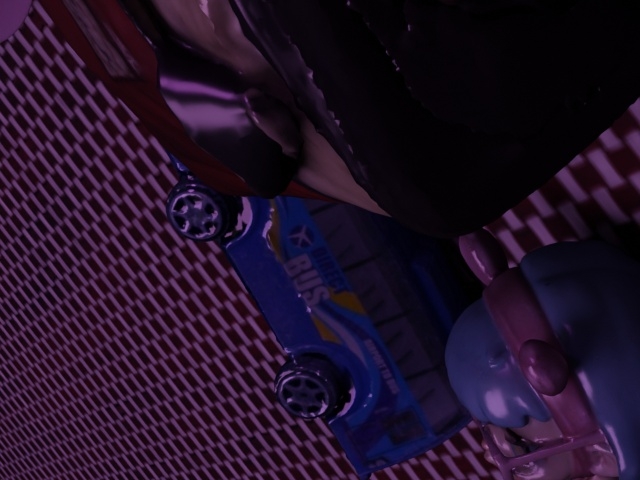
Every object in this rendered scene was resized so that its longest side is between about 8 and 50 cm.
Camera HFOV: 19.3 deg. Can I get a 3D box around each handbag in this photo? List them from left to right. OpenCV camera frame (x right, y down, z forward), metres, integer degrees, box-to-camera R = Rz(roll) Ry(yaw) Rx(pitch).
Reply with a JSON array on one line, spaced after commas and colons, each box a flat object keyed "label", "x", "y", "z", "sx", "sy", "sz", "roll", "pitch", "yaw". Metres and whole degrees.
[{"label": "handbag", "x": -0.011, "y": -0.122, "z": 0.631, "sx": 0.254, "sy": 0.181, "sz": 0.181, "roll": 57, "pitch": 159, "yaw": -22}]

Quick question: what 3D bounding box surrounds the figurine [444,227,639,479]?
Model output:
[{"label": "figurine", "x": 0.133, "y": 0.098, "z": 0.834, "sx": 0.205, "sy": 0.103, "sz": 0.260, "roll": -96, "pitch": -19, "yaw": -58}]

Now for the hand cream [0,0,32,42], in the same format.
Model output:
[{"label": "hand cream", "x": -0.280, "y": -0.190, "z": 1.189, "sx": 0.312, "sy": 0.070, "sz": 0.111, "roll": 27, "pitch": 151, "yaw": 52}]

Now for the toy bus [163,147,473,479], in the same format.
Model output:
[{"label": "toy bus", "x": 0.001, "y": 0.001, "z": 0.898, "sx": 0.094, "sy": 0.079, "sz": 0.236, "roll": -19, "pitch": 115, "yaw": 25}]
